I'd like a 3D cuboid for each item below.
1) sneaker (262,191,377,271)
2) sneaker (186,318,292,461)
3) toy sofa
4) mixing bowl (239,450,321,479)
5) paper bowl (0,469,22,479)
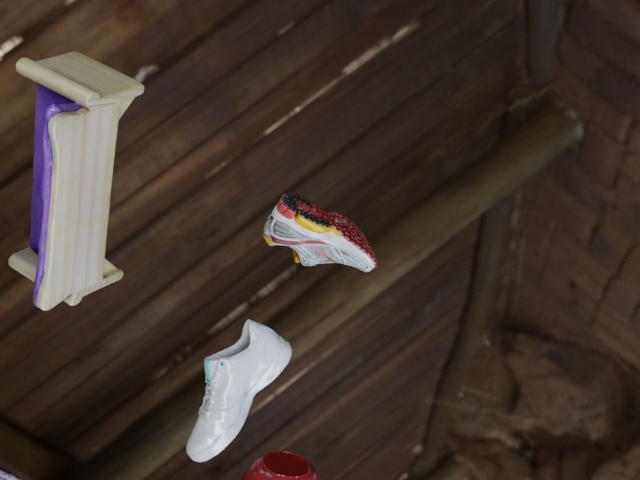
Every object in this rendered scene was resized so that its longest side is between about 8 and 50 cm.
[{"bbox_3d":[0.000,0.000,1.766,0.225,0.092,0.088,27,-154,-32],"label":"sneaker"},{"bbox_3d":[-0.137,0.206,1.504,0.094,0.212,0.080,41,168,-28],"label":"sneaker"},{"bbox_3d":[-0.393,-0.087,1.605,0.150,0.177,0.362,28,124,26],"label":"toy sofa"},{"bbox_3d":[-0.068,0.438,1.897,0.181,0.182,0.098,40,124,56],"label":"mixing bowl"},{"bbox_3d":[-0.546,0.517,1.739,0.284,0.284,0.148,54,-146,-14],"label":"paper bowl"}]
